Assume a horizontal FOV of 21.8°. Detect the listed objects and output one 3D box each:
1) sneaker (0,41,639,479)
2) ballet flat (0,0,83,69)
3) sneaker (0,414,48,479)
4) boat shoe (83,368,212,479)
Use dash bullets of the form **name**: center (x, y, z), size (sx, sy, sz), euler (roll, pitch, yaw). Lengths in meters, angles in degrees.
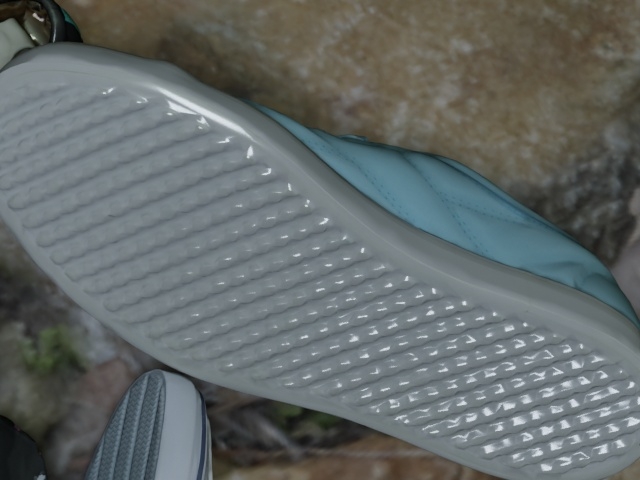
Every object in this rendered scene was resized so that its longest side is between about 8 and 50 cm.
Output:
- **sneaker**: center (0.000, 0.000, 0.844), size (0.366, 0.135, 0.150), euler (29, 23, -13)
- **ballet flat**: center (-0.239, -0.050, 0.810), size (0.280, 0.096, 0.095), euler (-36, 83, -22)
- **sneaker**: center (-0.162, 0.173, 0.765), size (0.072, 0.077, 0.178), euler (26, 47, -43)
- **boat shoe**: center (-0.077, 0.178, 0.793), size (0.076, 0.083, 0.226), euler (20, 73, -31)
